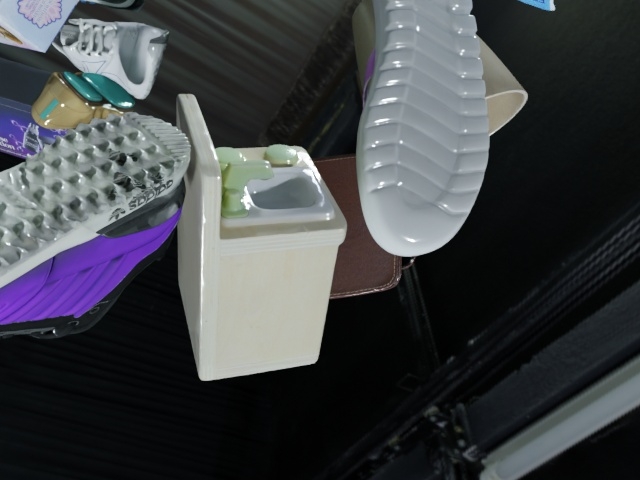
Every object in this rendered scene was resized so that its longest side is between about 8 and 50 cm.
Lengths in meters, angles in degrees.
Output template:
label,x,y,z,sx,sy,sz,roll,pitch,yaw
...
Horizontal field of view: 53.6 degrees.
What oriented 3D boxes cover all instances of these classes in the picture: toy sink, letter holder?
label,x,y,z,sx,sy,sz,roll,pitch,yaw
toy sink,-0.062,-0.007,0.608,0.153,0.131,0.234,-118,-151,-49
letter holder,0.000,0.000,0.976,0.302,0.152,0.214,-4,-108,24

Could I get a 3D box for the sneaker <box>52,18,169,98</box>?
label,x,y,z,sx,sy,sz,roll,pitch,yaw
sneaker,-0.338,-0.297,1.005,0.297,0.129,0.111,13,-95,51

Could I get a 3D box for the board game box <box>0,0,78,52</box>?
label,x,y,z,sx,sy,sz,roll,pitch,yaw
board game box,-0.327,-0.374,0.711,0.319,0.066,0.318,22,-101,37

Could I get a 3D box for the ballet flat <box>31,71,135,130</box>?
label,x,y,z,sx,sy,sz,roll,pitch,yaw
ballet flat,-0.313,-0.180,0.833,0.073,0.080,0.232,-44,-174,7

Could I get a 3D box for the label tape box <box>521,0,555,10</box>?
label,x,y,z,sx,sy,sz,roll,pitch,yaw
label tape box,0.186,-0.454,0.694,0.115,0.347,0.249,-46,-121,-9

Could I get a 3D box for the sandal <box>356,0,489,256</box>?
label,x,y,z,sx,sy,sz,roll,pitch,yaw
sandal,0.114,-0.180,0.768,0.102,0.169,0.416,158,-60,-65

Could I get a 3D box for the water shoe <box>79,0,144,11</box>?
label,x,y,z,sx,sy,sz,roll,pitch,yaw
water shoe,-0.426,-0.467,1.174,0.080,0.203,0.073,-7,119,-79

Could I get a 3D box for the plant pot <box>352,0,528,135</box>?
label,x,y,z,sx,sy,sz,roll,pitch,yaw
plant pot,0.167,-0.292,1.081,0.256,0.256,0.274,-38,-106,43

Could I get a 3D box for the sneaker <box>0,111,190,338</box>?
label,x,y,z,sx,sy,sz,roll,pitch,yaw
sneaker,-0.211,0.029,0.431,0.102,0.293,0.146,40,-41,23

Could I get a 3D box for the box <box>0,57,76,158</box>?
label,x,y,z,sx,sy,sz,roll,pitch,yaw
box,-0.590,-0.253,1.275,0.184,0.261,0.103,102,6,-53
